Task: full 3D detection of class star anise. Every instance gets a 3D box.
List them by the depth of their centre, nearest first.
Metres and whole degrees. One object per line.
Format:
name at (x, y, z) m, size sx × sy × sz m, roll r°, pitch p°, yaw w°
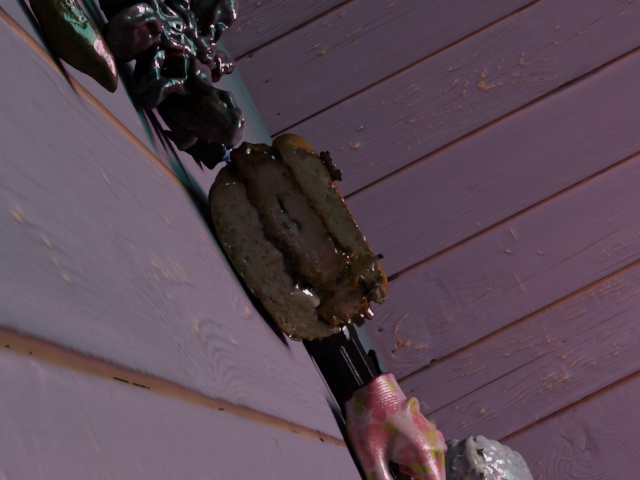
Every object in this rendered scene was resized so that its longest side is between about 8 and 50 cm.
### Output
star anise at (-0.155, -0.198, 1.308) m, size 0.282 × 0.129 × 0.212 m, roll 57°, pitch 22°, yaw -28°

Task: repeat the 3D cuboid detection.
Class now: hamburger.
hamburger at (-0.024, -0.002, 1.440) m, size 0.282 × 0.155 × 0.245 m, roll 61°, pitch 1°, yaw -12°

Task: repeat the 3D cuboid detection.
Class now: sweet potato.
sweet potato at (-0.201, -0.175, 0.943) m, size 0.041 × 0.038 × 0.153 m, roll -7°, pitch -58°, yaw 56°

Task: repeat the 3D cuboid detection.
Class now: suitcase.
suitcase at (0.032, 0.169, 1.821) m, size 0.285 × 0.066 × 0.206 m, roll 62°, pitch 3°, yaw -14°

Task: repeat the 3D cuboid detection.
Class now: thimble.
thimble at (0.245, 0.428, 1.936) m, size 0.250 × 0.205 × 0.172 m, roll 85°, pitch -8°, yaw -46°

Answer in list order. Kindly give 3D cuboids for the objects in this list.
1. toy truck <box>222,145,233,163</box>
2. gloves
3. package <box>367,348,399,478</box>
toy truck at (-0.140, -0.125, 1.561) m, size 0.090 × 0.056 × 0.073 m, roll 112°, pitch -43°, yaw -75°
gloves at (0.116, 0.301, 1.650) m, size 0.241 × 0.126 × 0.145 m, roll 57°, pitch -2°, yaw 16°
package at (0.105, 0.297, 2.051) m, size 0.232 × 0.040 × 0.166 m, roll 85°, pitch -17°, yaw -57°
